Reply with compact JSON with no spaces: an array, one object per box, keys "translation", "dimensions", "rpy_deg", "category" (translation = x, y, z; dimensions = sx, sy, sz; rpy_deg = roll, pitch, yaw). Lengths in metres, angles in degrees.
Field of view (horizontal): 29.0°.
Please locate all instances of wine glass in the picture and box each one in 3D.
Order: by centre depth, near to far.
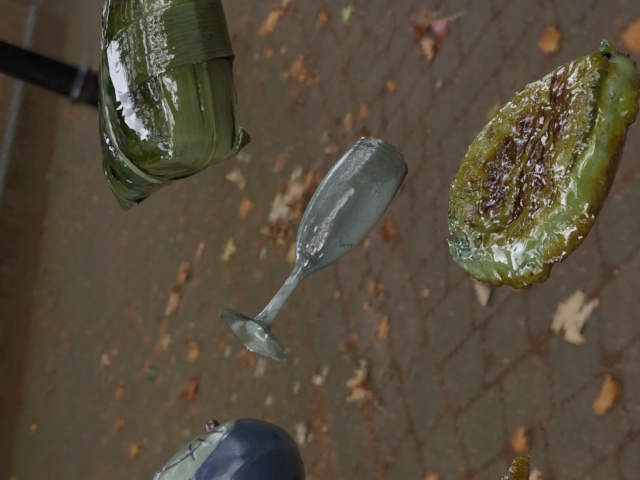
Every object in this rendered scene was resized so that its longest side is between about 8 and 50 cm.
[{"translation":[0.000,0.000,0.984],"dimensions":[0.198,0.066,0.066],"rpy_deg":[-55,12,-24],"category":"wine glass"}]

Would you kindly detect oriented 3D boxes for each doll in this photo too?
[{"translation":[-0.132,0.278,1.256],"dimensions":[0.258,0.154,0.228],"rpy_deg":[-45,-5,-20],"category":"doll"}]

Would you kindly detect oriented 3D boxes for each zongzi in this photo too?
[{"translation":[-0.079,-0.076,0.556],"dimensions":[0.119,0.055,0.109],"rpy_deg":[-20,75,62],"category":"zongzi"}]

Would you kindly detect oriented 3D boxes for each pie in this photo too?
[{"translation":[0.278,-0.098,1.539],"dimensions":[0.288,0.103,0.355],"rpy_deg":[-36,29,52],"category":"pie"}]

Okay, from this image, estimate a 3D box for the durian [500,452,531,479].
[{"translation":[0.206,0.317,1.428],"dimensions":[0.140,0.078,0.224],"rpy_deg":[-58,5,38],"category":"durian"}]
